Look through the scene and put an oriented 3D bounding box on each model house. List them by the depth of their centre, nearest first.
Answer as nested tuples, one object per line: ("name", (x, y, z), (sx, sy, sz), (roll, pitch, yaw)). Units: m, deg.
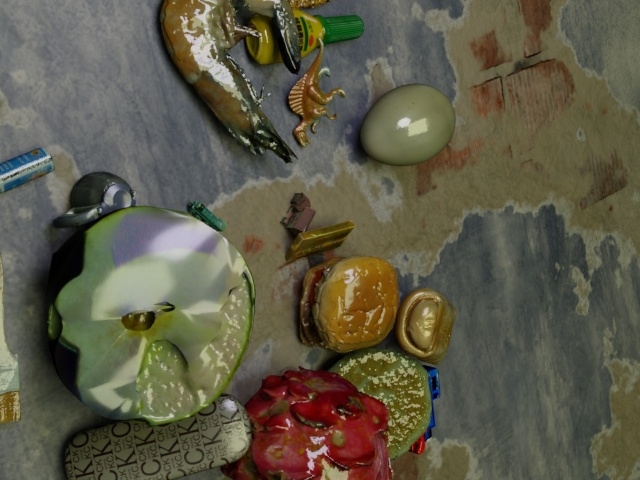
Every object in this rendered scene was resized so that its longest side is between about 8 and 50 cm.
("model house", (-0.043, -0.060, 1.964), (0.057, 0.058, 0.083), (44, 66, -32))

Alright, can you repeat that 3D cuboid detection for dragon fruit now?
("dragon fruit", (-0.015, 0.396, 1.818), (0.386, 0.371, 0.249), (7, 93, -27))

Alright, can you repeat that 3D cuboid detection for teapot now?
("teapot", (-0.411, -0.076, 1.628), (0.149, 0.108, 0.111), (2, 90, -40))

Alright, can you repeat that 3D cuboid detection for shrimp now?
("shrimp", (-0.143, -0.360, 1.802), (0.272, 0.085, 0.445), (-32, 110, -9))

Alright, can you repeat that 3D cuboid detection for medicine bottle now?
("medicine bottle", (-0.564, -0.109, 1.539), (0.191, 0.051, 0.051), (-30, 111, -34))
("medicine bottle", (-0.030, -0.461, 1.937), (0.309, 0.076, 0.111), (-19, 113, -38))

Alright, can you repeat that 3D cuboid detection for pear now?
("pear", (-0.317, 0.138, 1.645), (0.399, 0.165, 0.399), (0, 89, -9))

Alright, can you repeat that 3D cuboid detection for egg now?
("egg", (0.205, -0.270, 2.069), (0.253, 0.188, 0.188), (-29, 111, -28))

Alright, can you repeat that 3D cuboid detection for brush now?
("brush", (-0.583, 0.164, 1.562), (0.085, 0.020, 0.336), (-5, 95, -39))

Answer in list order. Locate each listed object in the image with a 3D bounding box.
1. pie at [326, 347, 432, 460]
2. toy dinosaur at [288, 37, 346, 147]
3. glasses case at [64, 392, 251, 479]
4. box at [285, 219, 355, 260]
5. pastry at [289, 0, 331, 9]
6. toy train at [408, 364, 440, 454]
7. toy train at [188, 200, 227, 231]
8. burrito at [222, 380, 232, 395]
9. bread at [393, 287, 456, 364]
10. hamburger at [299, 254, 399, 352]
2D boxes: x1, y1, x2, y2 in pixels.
("pie", (0.121, 0.394, 2.072), (0.323, 0.070, 0.323), (-3, 100, -19))
("toy dinosaur", (-0.026, -0.331, 1.956), (0.142, 0.057, 0.212), (-31, 115, -15))
("glasses case", (-0.308, 0.391, 1.663), (0.354, 0.085, 0.137), (-15, 82, -5))
("box", (0.000, 0.000, 1.991), (0.156, 0.089, 0.022), (-15, 61, -39))
("pastry", (-0.024, -0.556, 1.950), (0.140, 0.056, 0.080), (-14, 94, -31))
("toy train", (0.241, 0.425, 2.215), (0.131, 0.082, 0.204), (-14, 102, -40))
("toy train", (-0.236, -0.050, 1.815), (0.092, 0.045, 0.029), (46, 63, -35))
("burrito", (-0.234, 0.205, 1.798), (0.143, 0.105, 0.299), (6, 88, -43))
("bread", (0.252, 0.204, 2.123), (0.311, 0.121, 0.173), (38, 66, -69))
("hamburger", (0.067, 0.147, 2.001), (0.244, 0.163, 0.244), (-6, 99, -42))
